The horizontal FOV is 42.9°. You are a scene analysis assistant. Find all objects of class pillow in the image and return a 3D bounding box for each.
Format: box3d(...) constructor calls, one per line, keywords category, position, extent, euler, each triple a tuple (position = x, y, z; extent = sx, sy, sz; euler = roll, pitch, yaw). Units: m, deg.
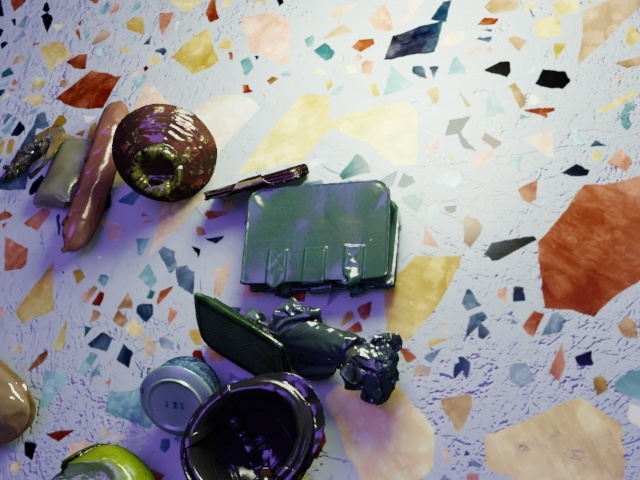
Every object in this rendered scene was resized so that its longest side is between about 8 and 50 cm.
box3d(category="pillow", position=(-0.638, -0.170, 2.049), extent=(0.119, 0.053, 0.208), euler=(8, 64, 20))

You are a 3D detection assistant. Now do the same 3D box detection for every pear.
box3d(category="pear", position=(-0.409, 0.546, 1.526), extent=(0.292, 0.159, 0.293), euler=(-4, 58, 6))

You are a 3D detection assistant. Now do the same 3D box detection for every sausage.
box3d(category="sausage", position=(-0.546, -0.156, 1.989), extent=(0.087, 0.088, 0.433), euler=(2, 63, 20))

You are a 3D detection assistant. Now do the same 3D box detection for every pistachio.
box3d(category="pistachio", position=(-0.748, 0.352, 1.768), extent=(0.260, 0.163, 0.213), euler=(34, 99, 16))

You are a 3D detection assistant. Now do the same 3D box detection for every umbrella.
box3d(category="umbrella", position=(0.001, 0.208, 1.613), extent=(0.348, 0.094, 0.143), euler=(16, 77, 27))

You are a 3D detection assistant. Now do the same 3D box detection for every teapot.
box3d(category="teapot", position=(-0.264, 0.298, 1.643), extent=(0.231, 0.159, 0.159), euler=(5, 66, 13))

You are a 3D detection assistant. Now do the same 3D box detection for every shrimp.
box3d(category="shrimp", position=(-0.736, -0.210, 2.086), extent=(0.217, 0.051, 0.150), euler=(-41, 40, 4))

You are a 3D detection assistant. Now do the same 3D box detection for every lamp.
box3d(category="lamp", position=(-0.357, -0.197, 1.861), extent=(0.246, 0.247, 0.247), euler=(-8, 62, 15))

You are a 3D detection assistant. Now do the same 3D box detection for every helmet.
box3d(category="helmet", position=(-0.116, 0.387, 1.525), extent=(0.278, 0.160, 0.230), euler=(-33, 58, -14))

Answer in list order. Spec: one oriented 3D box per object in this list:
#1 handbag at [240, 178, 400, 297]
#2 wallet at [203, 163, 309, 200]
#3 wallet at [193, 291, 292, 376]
box3d(category="handbag", position=(0.000, -0.001, 1.724), extent=(0.326, 0.089, 0.239), euler=(-2, 64, 17))
box3d(category="wallet", position=(-0.142, -0.131, 1.827), extent=(0.232, 0.122, 0.031), euler=(-13, 96, 11))
box3d(category="wallet", position=(-0.152, 0.203, 1.633), extent=(0.236, 0.160, 0.055), euler=(26, 55, 28))
